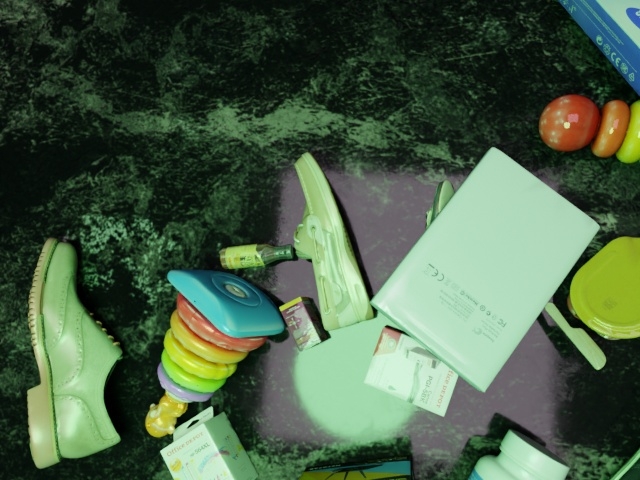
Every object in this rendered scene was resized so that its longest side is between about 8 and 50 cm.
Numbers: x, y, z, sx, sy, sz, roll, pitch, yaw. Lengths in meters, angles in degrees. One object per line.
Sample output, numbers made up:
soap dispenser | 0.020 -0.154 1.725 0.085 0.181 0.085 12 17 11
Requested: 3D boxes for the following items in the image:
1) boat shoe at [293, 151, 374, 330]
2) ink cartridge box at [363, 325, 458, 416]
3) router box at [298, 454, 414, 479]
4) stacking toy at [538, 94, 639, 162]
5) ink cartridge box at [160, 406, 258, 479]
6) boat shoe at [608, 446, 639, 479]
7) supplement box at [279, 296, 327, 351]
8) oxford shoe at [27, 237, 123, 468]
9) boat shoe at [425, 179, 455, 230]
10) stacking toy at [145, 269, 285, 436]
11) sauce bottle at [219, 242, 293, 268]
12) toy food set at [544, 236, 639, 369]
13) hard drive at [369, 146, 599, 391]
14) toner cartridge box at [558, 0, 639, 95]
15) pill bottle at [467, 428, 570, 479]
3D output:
boat shoe | 0.000 0.000 0.820 0.098 0.109 0.302 -19 85 6
ink cartridge box | 0.150 0.207 0.786 0.135 0.056 0.099 19 85 13
router box | 0.053 0.378 0.742 0.179 0.133 0.046 -11 81 8
stacking toy | 0.511 -0.159 0.747 0.331 0.141 0.141 13 85 19
ink cartridge box | -0.188 0.363 0.810 0.092 0.090 0.143 -34 78 4
boat shoe | 0.491 0.392 0.650 0.187 0.156 0.500 32 90 11
supplement box | -0.028 0.141 0.830 0.043 0.055 0.083 -28 78 7
oxford shoe | -0.438 0.184 0.883 0.147 0.140 0.396 -4 75 -21
boat shoe | 0.197 -0.034 0.819 0.043 0.049 0.136 -1 81 50
stacking toy | -0.210 0.207 0.818 0.175 0.166 0.301 35 101 28
sauce bottle | -0.113 0.026 0.868 0.128 0.042 0.042 -8 81 11
toy food set | 0.455 0.089 0.747 0.218 0.071 0.128 -40 59 1
hard drive | 0.256 0.038 0.758 0.210 0.040 0.318 39 80 5
toner cartridge box | 0.489 -0.385 0.748 0.165 0.075 0.347 -23 61 7
pill bottle | 0.263 0.396 0.705 0.124 0.124 0.221 29 89 13
